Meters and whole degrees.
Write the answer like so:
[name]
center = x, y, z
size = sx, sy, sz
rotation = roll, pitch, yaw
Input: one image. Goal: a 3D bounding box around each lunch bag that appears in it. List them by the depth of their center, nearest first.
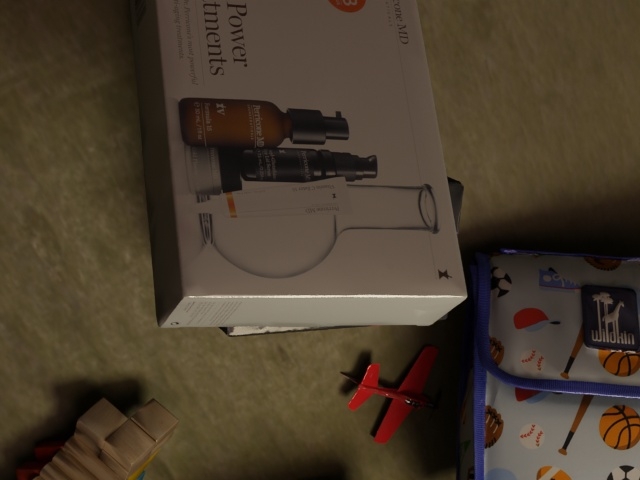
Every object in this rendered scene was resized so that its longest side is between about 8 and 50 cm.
[lunch bag]
center = 0.330, 0.208, 1.588
size = 0.328, 0.239, 0.385
rotation = 4, 87, -1

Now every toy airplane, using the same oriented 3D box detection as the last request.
[toy airplane]
center = 0.093, 0.192, 1.658
size = 0.151, 0.028, 0.151
rotation = -9, 116, -18

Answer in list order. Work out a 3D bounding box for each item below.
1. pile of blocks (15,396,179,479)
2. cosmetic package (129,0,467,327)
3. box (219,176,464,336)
[pile of blocks]
center = -0.317, 0.317, 1.533
size = 0.113, 0.149, 0.362
rotation = 39, 87, 11
[cosmetic package]
center = -0.028, -0.105, 1.288
size = 0.285, 0.377, 0.097
rotation = 1, 158, -24
[box]
center = 0.000, 0.000, 1.435
size = 0.270, 0.143, 0.165
rotation = -2, 107, -27
